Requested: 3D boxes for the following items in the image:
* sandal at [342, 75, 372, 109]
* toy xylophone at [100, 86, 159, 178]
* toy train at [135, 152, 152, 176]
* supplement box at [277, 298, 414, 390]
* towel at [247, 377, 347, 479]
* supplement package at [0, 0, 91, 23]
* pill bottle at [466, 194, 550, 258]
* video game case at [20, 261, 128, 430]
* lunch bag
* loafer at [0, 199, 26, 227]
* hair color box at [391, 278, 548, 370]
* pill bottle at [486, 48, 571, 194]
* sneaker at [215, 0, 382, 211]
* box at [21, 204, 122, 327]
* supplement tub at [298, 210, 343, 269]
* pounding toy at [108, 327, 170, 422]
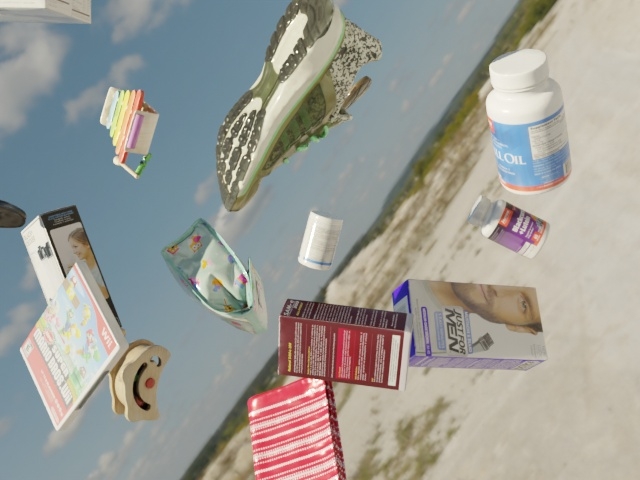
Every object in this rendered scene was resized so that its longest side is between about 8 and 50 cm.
[{"bbox_3d":[0.052,-0.347,1.961,0.090,0.060,0.219,-43,5,-20],"label":"sandal"},{"bbox_3d":[-0.537,-0.306,2.251,0.322,0.081,0.236,26,102,58],"label":"toy xylophone"},{"bbox_3d":[-0.527,-0.224,2.395,0.083,0.017,0.023,-58,-20,5],"label":"toy train"},{"bbox_3d":[0.045,0.190,1.483,0.073,0.239,0.130,-69,-16,-64],"label":"supplement box"},{"bbox_3d":[-0.049,0.409,1.573,0.198,0.275,0.031,-22,-32,22],"label":"towel"},{"bbox_3d":[-0.660,-0.558,1.743,0.204,0.261,0.145,-27,-60,-78],"label":"supplement package"},{"bbox_3d":[0.482,-0.040,2.083,0.108,0.193,0.108,-64,-1,-2],"label":"pill bottle"},{"bbox_3d":[-0.484,0.208,1.568,0.025,0.204,0.285,-3,-39,-50],"label":"video game case"},{"bbox_3d":[-0.226,0.103,1.901,0.160,0.262,0.223,-43,-17,-11],"label":"lunch bag"},{"bbox_3d":[-0.679,-0.050,1.638,0.061,0.170,0.062,42,115,49],"label":"loafer"},{"bbox_3d":[0.348,0.200,1.891,0.110,0.338,0.185,129,141,-59],"label":"hair color box"},{"bbox_3d":[0.342,-0.196,1.337,0.124,0.124,0.221,-52,-46,-40],"label":"pill bottle"},{"bbox_3d":[-0.033,-0.196,1.331,0.410,0.182,0.158,-55,37,29],"label":"sneaker"},{"bbox_3d":[-0.555,0.083,1.793,0.087,0.290,0.169,-20,0,-36],"label":"box"},{"bbox_3d":[0.000,0.000,1.624,0.071,0.071,0.107,-43,-31,-77],"label":"supplement tub"},{"bbox_3d":[-0.506,0.345,2.179,0.154,0.154,0.270,-19,-66,-43],"label":"pounding toy"}]
